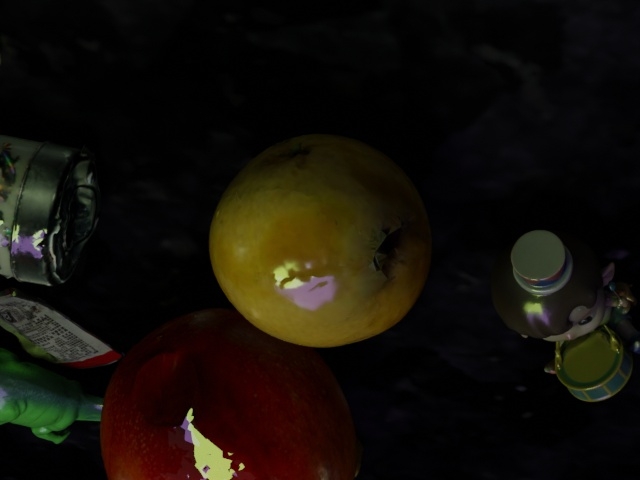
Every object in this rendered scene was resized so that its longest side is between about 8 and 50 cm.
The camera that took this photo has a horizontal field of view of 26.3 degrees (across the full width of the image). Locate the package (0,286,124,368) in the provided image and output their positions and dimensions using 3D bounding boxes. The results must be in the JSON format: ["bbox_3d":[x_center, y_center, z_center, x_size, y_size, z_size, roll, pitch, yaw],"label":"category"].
[{"bbox_3d":[-0.435,0.141,2.132,0.154,0.030,0.239,-11,140,39],"label":"package"}]

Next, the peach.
[{"bbox_3d":[-0.134,0.273,1.961,0.388,0.388,0.388,7,145,5],"label":"peach"}]

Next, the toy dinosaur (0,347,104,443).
[{"bbox_3d":[-0.467,0.227,2.113,0.374,0.144,0.500,6,163,9],"label":"toy dinosaur"}]

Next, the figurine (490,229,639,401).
[{"bbox_3d":[0.305,0.080,1.738,0.161,0.158,0.275,-25,133,27],"label":"figurine"}]

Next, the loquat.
[{"bbox_3d":[0.000,0.000,1.622,0.263,0.263,0.263,7,145,5],"label":"loquat"}]

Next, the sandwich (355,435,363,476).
[{"bbox_3d":[-0.036,0.323,2.249,0.186,0.065,0.215,0,144,15],"label":"sandwich"}]

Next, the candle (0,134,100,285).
[{"bbox_3d":[-0.454,-0.057,1.739,0.330,0.187,0.187,11,145,1],"label":"candle"}]
